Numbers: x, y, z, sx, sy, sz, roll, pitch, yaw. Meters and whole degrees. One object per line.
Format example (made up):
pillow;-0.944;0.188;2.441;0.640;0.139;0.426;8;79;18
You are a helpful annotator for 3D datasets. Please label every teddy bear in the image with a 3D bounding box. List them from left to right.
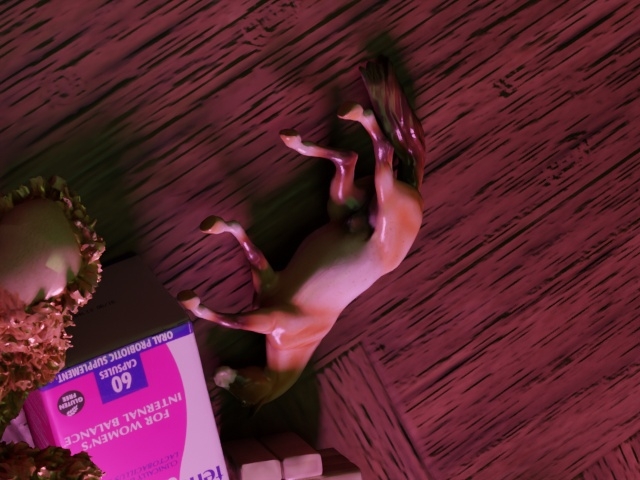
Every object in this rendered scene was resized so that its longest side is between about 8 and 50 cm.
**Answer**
teddy bear;-0.235;0.077;1.160;0.113;0.245;0.338;-45;146;-59

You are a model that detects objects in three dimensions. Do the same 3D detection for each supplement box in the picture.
supplement box;-0.136;0.141;1.293;0.111;0.114;0.220;-22;123;-16

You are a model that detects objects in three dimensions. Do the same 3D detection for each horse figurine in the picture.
horse figurine;0.000;0.000;1.321;0.263;0.066;0.174;-51;138;-5

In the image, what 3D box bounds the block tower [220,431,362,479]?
block tower;-0.005;0.316;1.378;0.091;0.097;0.335;-8;96;-12
